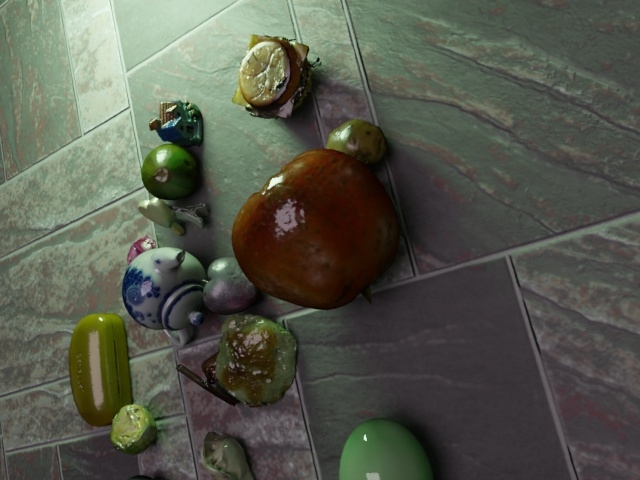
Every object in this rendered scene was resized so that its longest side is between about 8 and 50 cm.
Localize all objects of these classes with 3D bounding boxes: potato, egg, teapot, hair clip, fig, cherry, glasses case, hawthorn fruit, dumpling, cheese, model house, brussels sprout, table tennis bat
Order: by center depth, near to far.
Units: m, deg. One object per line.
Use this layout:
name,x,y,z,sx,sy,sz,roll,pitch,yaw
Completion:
egg,0.154,0.556,1.403,0.221,0.220,0.269,-18,68,29
hawthorn fruit,0.000,0.000,1.457,0.403,0.403,0.402,-2,86,31
potato,0.086,-0.244,1.544,0.176,0.137,0.137,-7,84,33
dumpling,-0.274,0.636,1.714,0.199,0.136,0.118,41,101,16
cherry,-0.255,0.130,1.723,0.176,0.140,0.176,-2,70,4
table tennis bat,-0.331,0.419,1.727,0.130,0.220,0.019,1,53,52
teapot,-0.439,0.162,1.768,0.280,0.252,0.423,36,138,27
fig,-0.472,-0.209,1.860,0.181,0.191,0.180,0,97,-3
hair clip,-0.462,-0.078,1.866,0.219,0.159,0.071,10,55,7
model house,-0.461,-0.371,1.871,0.120,0.149,0.148,-3,88,30
brussels sprout,-0.590,0.610,1.917,0.149,0.122,0.151,-3,58,18
cheese,-0.596,0.097,1.979,0.155,0.062,0.244,27,102,31
glasses case,-0.748,0.433,2.007,0.173,0.141,0.370,-13,80,31

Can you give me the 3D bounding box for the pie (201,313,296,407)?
pie,-0.193,0.345,1.708,0.257,0.105,0.274,33,108,13

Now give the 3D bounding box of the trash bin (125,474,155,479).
trash bin,-0.573,0.855,1.858,0.101,0.177,0.236,17,99,30

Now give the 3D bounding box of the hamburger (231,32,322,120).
hamburger,-0.119,-0.452,1.671,0.262,0.139,0.243,25,102,30
